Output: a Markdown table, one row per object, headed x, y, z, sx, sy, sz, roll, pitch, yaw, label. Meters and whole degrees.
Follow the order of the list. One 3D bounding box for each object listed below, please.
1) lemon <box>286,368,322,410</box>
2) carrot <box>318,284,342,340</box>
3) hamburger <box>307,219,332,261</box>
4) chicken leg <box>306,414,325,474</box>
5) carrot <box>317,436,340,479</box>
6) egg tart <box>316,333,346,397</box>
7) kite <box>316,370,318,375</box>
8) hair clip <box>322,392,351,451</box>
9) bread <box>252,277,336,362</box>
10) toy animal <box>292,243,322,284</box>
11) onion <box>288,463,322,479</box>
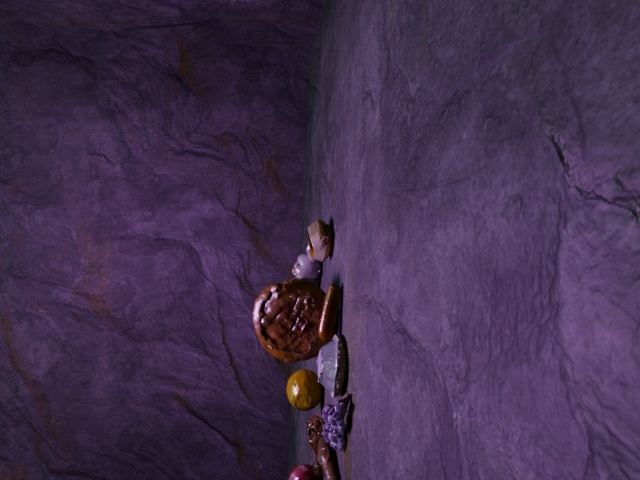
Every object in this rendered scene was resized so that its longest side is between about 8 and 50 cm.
| x | y | z | sx | sy | sz | roll | pitch | yaw | label |
| --- | --- | --- | --- | --- | --- | --- | --- | --- | --- |
| -0.077 | 0.718 | 2.092 | 0.180 | 0.181 | 0.193 | 107 | 148 | -61 | lemon |
| 0.035 | 0.289 | 1.721 | 0.067 | 0.067 | 0.225 | 168 | 114 | -82 | carrot |
| 0.000 | 0.000 | 2.065 | 0.210 | 0.116 | 0.173 | -107 | 13 | -57 | hamburger |
| -0.012 | 0.911 | 1.935 | 0.107 | 0.087 | 0.251 | 8 | -102 | -80 | chicken leg |
| 0.035 | 0.855 | 1.629 | 0.342 | 0.070 | 0.070 | -131 | 44 | -77 | carrot |
| 0.038 | 0.471 | 1.639 | 0.234 | 0.094 | 0.234 | -176 | 90 | -86 | egg tart |
| -0.012 | 0.679 | 2.251 | 0.250 | 0.012 | 0.229 | 99 | 171 | -47 | kite |
| 0.056 | 0.637 | 1.508 | 0.106 | 0.084 | 0.292 | 28 | 128 | 33 | hair clip |
| -0.107 | 0.329 | 1.855 | 0.204 | 0.337 | 0.358 | -78 | -29 | -83 | bread |
| -0.068 | 0.158 | 2.377 | 0.325 | 0.154 | 0.208 | -64 | -8 | 15 | toy animal |
| -0.058 | 1.091 | 1.932 | 0.195 | 0.159 | 0.159 | 158 | 115 | -64 | onion |
